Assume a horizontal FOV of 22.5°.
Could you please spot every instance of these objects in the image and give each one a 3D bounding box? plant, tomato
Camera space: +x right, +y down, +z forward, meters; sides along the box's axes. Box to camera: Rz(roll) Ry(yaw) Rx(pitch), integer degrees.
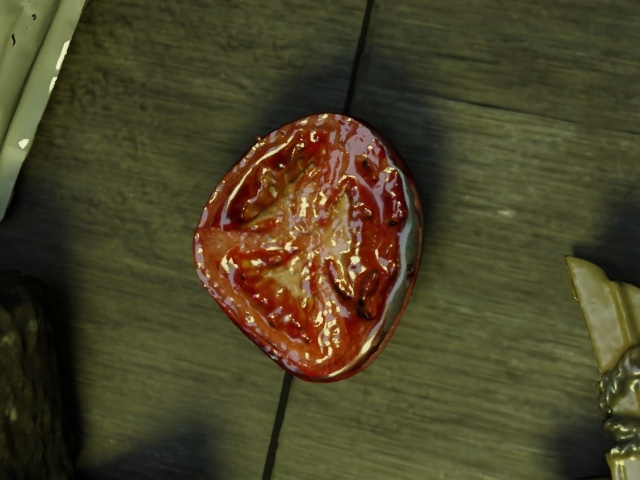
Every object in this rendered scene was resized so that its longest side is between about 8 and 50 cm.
[{"bbox_3d":[-0.266,0.184,1.169,0.194,0.181,0.320,4,99,23],"label":"plant"},{"bbox_3d":[0.008,0.000,1.146,0.166,0.082,0.174,42,106,13],"label":"tomato"}]

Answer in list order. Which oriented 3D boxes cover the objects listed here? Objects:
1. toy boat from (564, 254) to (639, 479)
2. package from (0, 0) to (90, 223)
[{"bbox_3d":[0.214,0.228,1.086,0.162,0.136,0.445,-6,86,11],"label":"toy boat"},{"bbox_3d":[-0.262,-0.165,1.163,0.221,0.165,0.311,45,122,34],"label":"package"}]
